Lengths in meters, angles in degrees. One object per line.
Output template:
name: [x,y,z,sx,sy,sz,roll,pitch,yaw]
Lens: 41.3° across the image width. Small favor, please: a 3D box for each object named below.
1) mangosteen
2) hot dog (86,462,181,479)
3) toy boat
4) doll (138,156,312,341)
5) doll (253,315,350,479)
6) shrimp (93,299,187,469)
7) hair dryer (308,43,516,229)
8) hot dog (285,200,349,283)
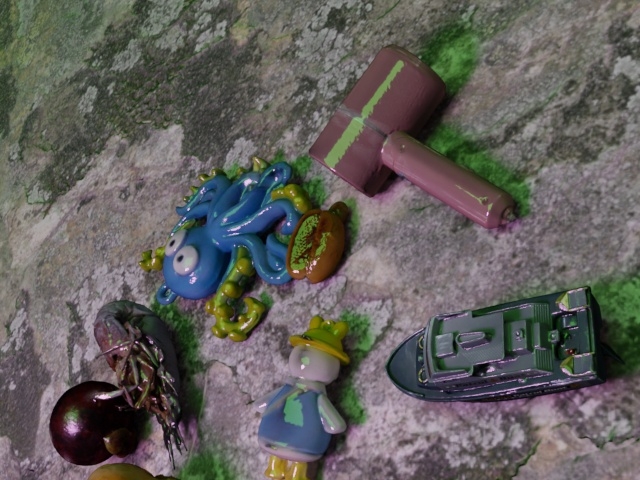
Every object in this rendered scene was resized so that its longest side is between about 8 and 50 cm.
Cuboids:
mangosteen: [-0.380,0.315,1.445,0.152,0.152,0.152,-21,55,33]
hot dog: [-0.237,0.511,1.159,0.223,0.185,0.405,-6,61,20]
toy boat: [0.199,0.136,1.030,0.296,0.122,0.114,-16,58,36]
doll: [-0.170,-0.007,1.462,0.341,0.099,0.346,-50,47,11]
doll: [-0.021,0.222,1.203,0.135,0.099,0.241,-13,55,64]
shrimp: [-0.294,0.229,1.416,0.116,0.145,0.343,-45,50,18]
hair dryer: [0.161,-0.128,1.236,0.352,0.125,0.210,38,93,37]
hot dog: [-0.002,0.000,1.335,0.090,0.060,0.140,5,76,30]
